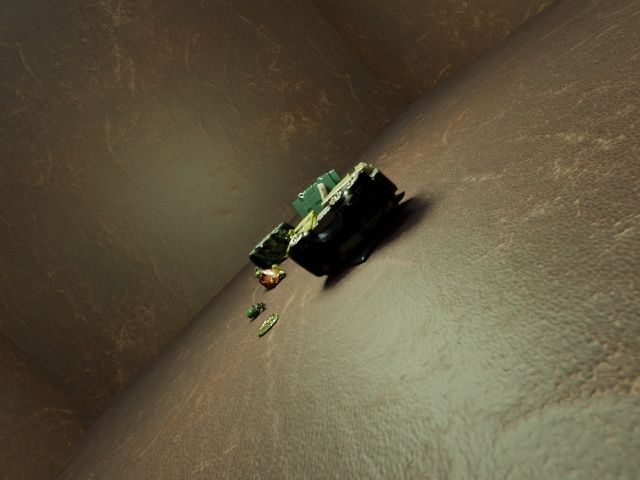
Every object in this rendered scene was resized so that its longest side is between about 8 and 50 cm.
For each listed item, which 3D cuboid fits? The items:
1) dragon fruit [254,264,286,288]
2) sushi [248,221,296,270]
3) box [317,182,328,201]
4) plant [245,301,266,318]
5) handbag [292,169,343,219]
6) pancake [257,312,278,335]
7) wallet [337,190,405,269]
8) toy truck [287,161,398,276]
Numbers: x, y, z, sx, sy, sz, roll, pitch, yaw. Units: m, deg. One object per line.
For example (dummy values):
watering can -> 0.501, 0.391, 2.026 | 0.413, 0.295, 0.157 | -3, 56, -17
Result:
dragon fruit -> -0.255, 0.182, 1.992 | 0.138, 0.175, 0.142 | -45, -27, -73
sushi -> -0.268, 0.041, 2.388 | 0.350, 0.171, 0.211 | -39, 10, 24
box -> 0.040, -0.140, 1.775 | 0.032, 0.220, 0.122 | -20, 16, 1
plant -> -0.275, 0.295, 1.741 | 0.102, 0.051, 0.051 | -37, 12, 15
handbag -> 0.026, -0.170, 1.908 | 0.089, 0.238, 0.327 | -40, 5, -40
pancake -> -0.193, 0.306, 1.475 | 0.108, 0.017, 0.108 | -38, 13, 10
wallet -> 0.153, -0.027, 1.391 | 0.322, 0.041, 0.247 | -53, 13, -28
toy truck -> 0.070, -0.079, 1.343 | 0.405, 0.181, 0.254 | -45, 18, 21
